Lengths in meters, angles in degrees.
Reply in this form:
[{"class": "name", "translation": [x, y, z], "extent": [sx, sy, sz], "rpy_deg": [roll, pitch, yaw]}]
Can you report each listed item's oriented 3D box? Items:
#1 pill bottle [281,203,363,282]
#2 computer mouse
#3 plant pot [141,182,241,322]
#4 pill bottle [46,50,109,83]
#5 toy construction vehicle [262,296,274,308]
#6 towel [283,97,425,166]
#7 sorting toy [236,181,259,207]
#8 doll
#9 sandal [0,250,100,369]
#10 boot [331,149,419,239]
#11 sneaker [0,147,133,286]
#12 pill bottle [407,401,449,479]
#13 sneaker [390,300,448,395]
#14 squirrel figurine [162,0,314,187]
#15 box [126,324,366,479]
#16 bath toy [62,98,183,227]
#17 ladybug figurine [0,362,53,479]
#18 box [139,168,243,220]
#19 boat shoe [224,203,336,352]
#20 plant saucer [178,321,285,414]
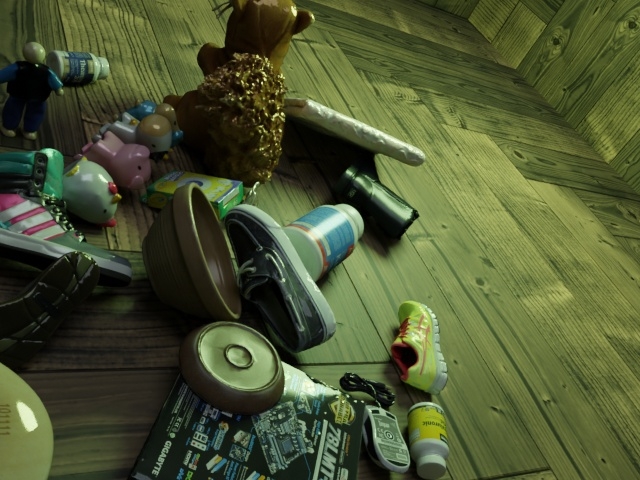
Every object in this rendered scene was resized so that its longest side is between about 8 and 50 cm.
[{"class": "pill bottle", "translation": [0.000, 0.000, 1.342], "extent": [0.124, 0.124, 0.221], "rpy_deg": [40, 35, 12]}, {"class": "computer mouse", "translation": [0.092, 0.307, 1.099], "extent": [0.106, 0.042, 0.193], "rpy_deg": [23, 29, -24]}, {"class": "plant pot", "translation": [-0.219, 0.032, 1.093], "extent": [0.109, 0.237, 0.237], "rpy_deg": [-17, 45, 1]}, {"class": "pill bottle", "translation": [-0.529, -0.379, 1.458], "extent": [0.120, 0.067, 0.067], "rpy_deg": [-12, 53, -46]}, {"class": "toy construction vehicle", "translation": [-0.097, 0.088, 1.240], "extent": [0.098, 0.035, 0.086], "rpy_deg": [46, 43, 16]}, {"class": "towel", "translation": [0.067, -0.279, 1.701], "extent": [0.331, 0.054, 0.317], "rpy_deg": [19, 6, -19]}, {"class": "sorting toy", "translation": [-0.146, -0.081, 1.374], "extent": [0.044, 0.075, 0.083], "rpy_deg": [25, 34, -11]}, {"class": "doll", "translation": [-0.536, -0.272, 1.206], "extent": [0.129, 0.189, 0.046], "rpy_deg": [4, 42, -35]}, {"class": "sandal", "translation": [-0.404, 0.097, 0.920], "extent": [0.090, 0.060, 0.219], "rpy_deg": [52, 58, -22]}, {"class": "boot", "translation": [0.145, -0.108, 1.627], "extent": [0.207, 0.094, 0.246], "rpy_deg": [39, 25, -1]}, {"class": "sneaker", "translation": [-0.416, -0.046, 1.035], "extent": [0.295, 0.124, 0.179], "rpy_deg": [21, 68, -14]}, {"class": "pill bottle", "translation": [0.180, 0.334, 1.109], "extent": [0.065, 0.065, 0.116], "rpy_deg": [22, 35, -14]}, {"class": "sneaker", "translation": [0.175, 0.193, 1.274], "extent": [0.094, 0.081, 0.209], "rpy_deg": [14, 38, -21]}, {"class": "squirrel figurine", "translation": [-0.146, -0.332, 1.416], "extent": [0.280, 0.371, 0.397], "rpy_deg": [14, 34, -24]}, {"class": "box", "translation": [-0.088, 0.291, 0.945], "extent": [0.293, 0.073, 0.296], "rpy_deg": [27, 33, -8]}, {"class": "bath toy", "translation": [-0.368, -0.146, 1.245], "extent": [0.129, 0.151, 0.348], "rpy_deg": [55, 28, -24]}, {"class": "ladybug figurine", "translation": [-0.496, 0.226, 0.623], "extent": [0.449, 0.162, 0.305], "rpy_deg": [8, 41, -32]}, {"class": "box", "translation": [-0.251, -0.092, 1.284], "extent": [0.179, 0.043, 0.105], "rpy_deg": [9, 30, 17]}, {"class": "boat shoe", "translation": [-0.097, 0.064, 1.163], "extent": [0.102, 0.108, 0.301], "rpy_deg": [-19, 68, -44]}, {"class": "plant saucer", "translation": [-0.124, 0.178, 0.981], "extent": [0.168, 0.029, 0.168], "rpy_deg": [22, 33, -15]}]
